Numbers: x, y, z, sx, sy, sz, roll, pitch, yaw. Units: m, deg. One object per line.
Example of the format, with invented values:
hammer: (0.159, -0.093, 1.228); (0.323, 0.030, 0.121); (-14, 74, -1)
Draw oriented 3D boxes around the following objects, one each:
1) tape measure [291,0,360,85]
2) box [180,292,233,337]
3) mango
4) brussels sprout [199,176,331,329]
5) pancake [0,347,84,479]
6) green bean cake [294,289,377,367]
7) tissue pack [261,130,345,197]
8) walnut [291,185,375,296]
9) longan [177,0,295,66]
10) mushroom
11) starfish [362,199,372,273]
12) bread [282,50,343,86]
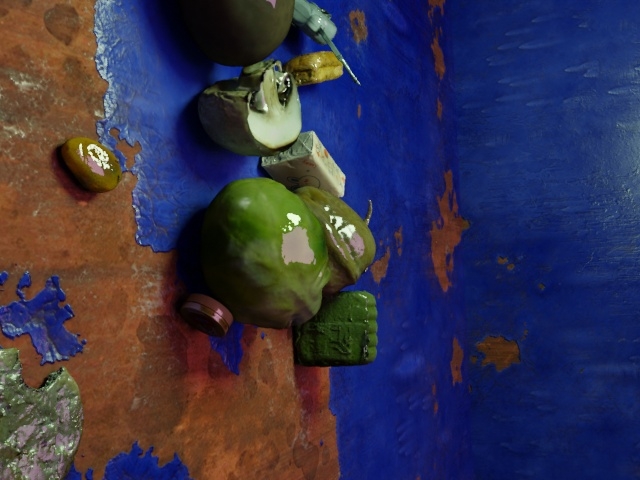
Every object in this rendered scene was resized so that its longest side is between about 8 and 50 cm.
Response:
tape measure: (0.028, -0.535, 1.698); (0.330, 0.084, 0.164); (45, 23, 16)
box: (-0.225, 0.149, 1.278); (0.037, 0.105, 0.106); (-61, 140, -31)
mango: (-0.381, -0.126, 1.072); (0.114, 0.057, 0.079); (40, 55, -44)
brussels sprout: (-0.107, 0.029, 1.346); (0.344, 0.268, 0.344); (-16, 90, -75)
pancake: (-0.445, 0.278, 0.912); (0.253, 0.037, 0.254); (14, 74, -61)
green bean cake: (0.042, 0.231, 1.676); (0.113, 0.214, 0.201); (11, 77, -66)
tissue pack: (-0.041, -0.177, 1.629); (0.196, 0.148, 0.092); (47, 40, -51)
walnut: (0.000, 0.000, 1.595); (0.283, 0.227, 0.283); (52, -4, 6)
longan: (-0.174, -0.508, 1.331); (0.300, 0.243, 0.300); (-177, -90, -87)
mushroom: (-0.160, -0.275, 1.406); (0.267, 0.164, 0.190); (-64, 144, -49)
starfish: (0.131, -0.010, 2.056); (0.213, 0.056, 0.238); (44, 52, -63)
bread: (-0.018, -0.470, 1.763); (0.211, 0.113, 0.083); (-36, 116, -61)
